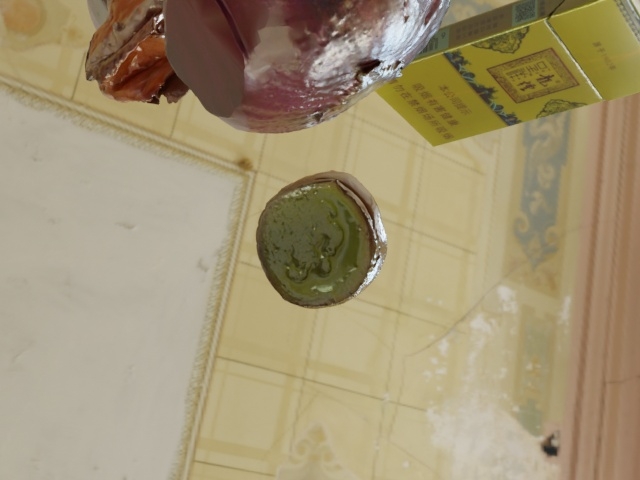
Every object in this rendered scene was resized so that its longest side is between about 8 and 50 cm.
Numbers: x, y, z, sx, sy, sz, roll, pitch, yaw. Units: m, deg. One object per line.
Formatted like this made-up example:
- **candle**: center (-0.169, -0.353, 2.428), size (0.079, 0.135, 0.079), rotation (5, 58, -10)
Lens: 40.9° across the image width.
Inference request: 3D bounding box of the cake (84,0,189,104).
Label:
- **cake**: center (-0.169, -0.247, 0.868), size (0.098, 0.135, 0.287), rotation (29, -131, -33)

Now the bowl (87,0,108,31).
- **bowl**: center (-0.234, -0.364, 1.335), size (0.286, 0.144, 0.287), rotation (11, -115, -24)

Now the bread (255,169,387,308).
- **bread**: center (0.000, 0.000, 1.429), size (0.070, 0.236, 0.236), rotation (-18, -91, -63)

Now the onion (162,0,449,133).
- **onion**: center (-0.037, -0.176, 0.526), size (0.139, 0.195, 0.218), rotation (-33, -94, -31)

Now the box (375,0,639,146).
- **box**: center (0.196, -0.176, 0.873), size (0.153, 0.279, 0.041), rotation (34, -125, -44)
